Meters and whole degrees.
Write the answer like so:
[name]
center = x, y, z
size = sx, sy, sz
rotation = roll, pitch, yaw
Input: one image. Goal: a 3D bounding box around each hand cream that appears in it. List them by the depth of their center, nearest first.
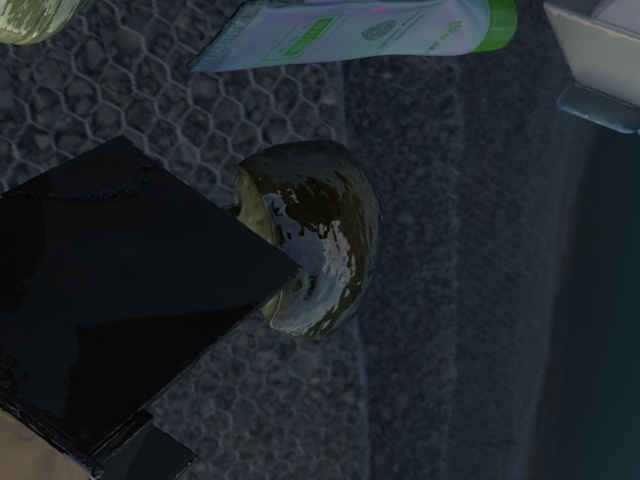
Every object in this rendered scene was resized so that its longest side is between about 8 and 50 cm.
[hand cream]
center = 0.037, -0.152, 0.748
size = 0.275, 0.050, 0.079
rotation = -14, 139, -41

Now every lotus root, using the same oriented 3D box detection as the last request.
[lotus root]
center = 0.003, 0.005, 1.202
size = 0.314, 0.142, 0.210
rotation = -7, 129, -62

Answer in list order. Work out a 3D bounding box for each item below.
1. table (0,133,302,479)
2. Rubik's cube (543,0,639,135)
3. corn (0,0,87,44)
[table]
center = -0.187, 0.109, 0.754
size = 0.282, 0.196, 0.250
rotation = -40, 162, -56
[Rubik's cube]
center = 0.468, -0.232, 1.159
size = 0.387, 0.368, 0.358
rotation = 45, 59, -4
[corn]
center = -0.193, -0.274, 0.810
size = 0.123, 0.122, 0.305
rotation = 29, 132, -19
